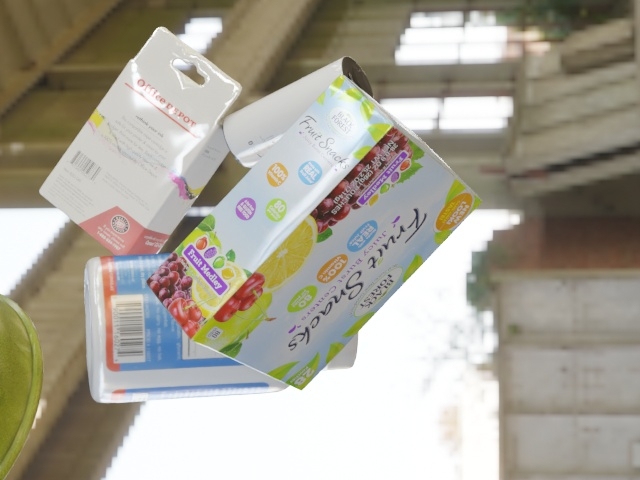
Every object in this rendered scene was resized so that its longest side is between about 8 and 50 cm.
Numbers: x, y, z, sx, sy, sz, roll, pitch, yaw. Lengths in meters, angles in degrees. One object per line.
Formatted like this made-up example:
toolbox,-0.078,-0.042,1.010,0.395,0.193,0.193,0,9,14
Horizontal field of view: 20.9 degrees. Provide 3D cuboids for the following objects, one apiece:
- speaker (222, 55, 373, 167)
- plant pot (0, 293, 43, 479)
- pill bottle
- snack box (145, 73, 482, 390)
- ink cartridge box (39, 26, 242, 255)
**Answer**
speaker,-0.020,-0.117,1.586,0.055,0.136,0.055,43,-147,-38
plant pot,-0.549,0.115,1.866,0.353,0.366,0.366,51,-145,-44
pill bottle,-0.084,0.070,1.458,0.124,0.221,0.124,178,90,-79
snack box,0.000,0.000,1.270,0.070,0.207,0.174,48,-173,30
ink cartridge box,-0.159,-0.089,1.645,0.198,0.115,0.067,-54,-17,6
